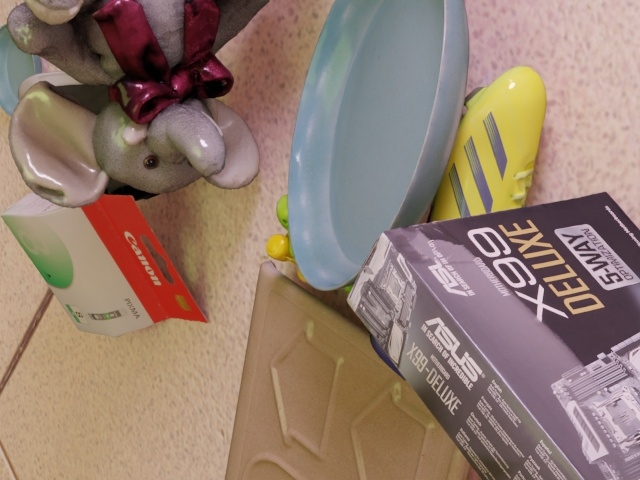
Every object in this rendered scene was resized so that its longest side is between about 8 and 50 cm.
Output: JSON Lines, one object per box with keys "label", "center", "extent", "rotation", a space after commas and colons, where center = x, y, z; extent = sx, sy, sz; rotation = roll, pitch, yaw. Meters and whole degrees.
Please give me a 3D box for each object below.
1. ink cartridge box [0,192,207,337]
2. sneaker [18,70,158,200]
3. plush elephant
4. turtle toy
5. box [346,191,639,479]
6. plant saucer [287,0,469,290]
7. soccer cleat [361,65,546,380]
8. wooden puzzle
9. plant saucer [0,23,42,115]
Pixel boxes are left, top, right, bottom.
{"label": "ink cartridge box", "center": [-0.248, 0.031, 1.640], "extent": [0.225, 0.056, 0.181], "rotation": [6, 132, 51]}
{"label": "sneaker", "center": [-0.249, -0.117, 1.630], "extent": [0.296, 0.105, 0.146], "rotation": [2, 93, 46]}
{"label": "plush elephant", "center": [-0.158, -0.154, 1.374], "extent": [0.330, 0.272, 0.255], "rotation": [0, 107, 64]}
{"label": "turtle toy", "center": [0.000, 0.000, 1.372], "extent": [0.130, 0.095, 0.066], "rotation": [36, 102, 40]}
{"label": "box", "center": [0.200, 0.105, 1.020], "extent": [0.307, 0.242, 0.076], "rotation": [53, 134, 31]}
{"label": "plant saucer", "center": [0.049, -0.109, 1.234], "extent": [0.317, 0.044, 0.317], "rotation": [-167, 90, -70]}
{"label": "soccer cleat", "center": [0.133, -0.003, 1.193], "extent": [0.121, 0.093, 0.289], "rotation": [38, 117, 32]}
{"label": "wooden puzzle", "center": [0.028, 0.227, 1.391], "extent": [0.348, 0.080, 0.322], "rotation": [36, 123, 46]}
{"label": "plant saucer", "center": [-0.384, -0.217, 1.842], "extent": [0.119, 0.021, 0.119], "rotation": [12, 105, 49]}
